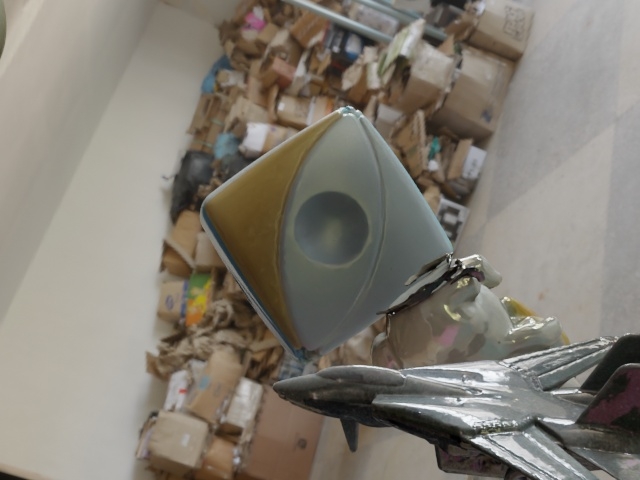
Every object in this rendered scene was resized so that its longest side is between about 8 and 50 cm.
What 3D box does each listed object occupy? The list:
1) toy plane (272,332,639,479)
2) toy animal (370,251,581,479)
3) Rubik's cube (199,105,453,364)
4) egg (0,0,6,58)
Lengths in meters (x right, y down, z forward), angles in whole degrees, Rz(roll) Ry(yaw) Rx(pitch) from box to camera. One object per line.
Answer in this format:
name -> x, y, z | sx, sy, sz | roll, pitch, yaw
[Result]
toy plane -> 0.089, 0.122, 0.474 | 0.212, 0.267, 0.088 | -37, -65, -62
toy animal -> 0.206, 0.172, 0.849 | 0.247, 0.310, 0.183 | -33, 1, -16
Rubik's cube -> 0.000, 0.000, 1.315 | 0.347, 0.352, 0.351 | -34, -4, -9
egg -> -0.518, -0.307, 0.923 | 0.186, 0.185, 0.242 | -92, 10, -68
